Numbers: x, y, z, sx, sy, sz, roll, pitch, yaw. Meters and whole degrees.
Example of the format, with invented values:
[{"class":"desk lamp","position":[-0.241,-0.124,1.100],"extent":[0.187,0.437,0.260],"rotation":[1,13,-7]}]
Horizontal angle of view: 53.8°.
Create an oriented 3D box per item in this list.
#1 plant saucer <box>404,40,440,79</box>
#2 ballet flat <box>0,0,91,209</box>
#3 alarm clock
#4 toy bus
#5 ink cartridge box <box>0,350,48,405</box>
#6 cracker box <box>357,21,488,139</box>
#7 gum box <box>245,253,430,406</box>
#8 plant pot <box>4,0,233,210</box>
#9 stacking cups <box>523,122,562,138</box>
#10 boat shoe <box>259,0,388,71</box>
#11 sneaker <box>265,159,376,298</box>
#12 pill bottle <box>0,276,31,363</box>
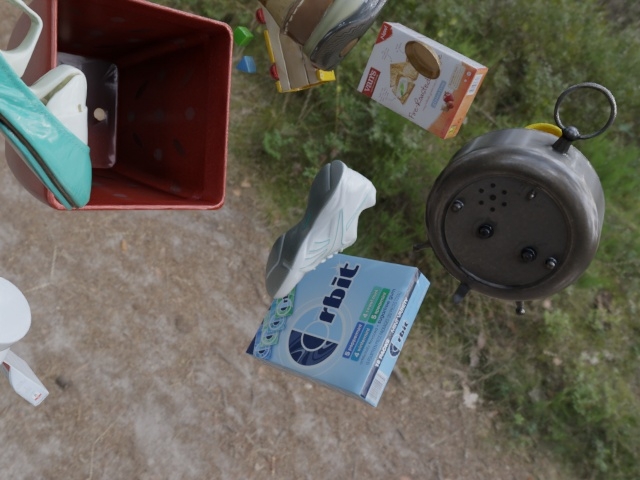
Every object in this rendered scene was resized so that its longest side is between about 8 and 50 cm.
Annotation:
[{"class":"plant saucer","position":[0.184,-0.322,1.112],"extent":[0.083,0.015,0.083],"rotation":[43,-11,10]},{"class":"ballet flat","position":[-0.228,-0.121,0.471],"extent":[0.083,0.087,0.247],"rotation":[38,-14,39]},{"class":"alarm clock","position":[0.153,-0.031,0.473],"extent":[0.129,0.192,0.064],"rotation":[32,34,10]},{"class":"toy bus","position":[-0.042,-0.368,1.139],"extent":[0.191,0.202,0.104],"rotation":[37,25,10]},{"class":"ink cartridge box","position":[-0.656,0.254,1.295],"extent":[0.145,0.045,0.179],"rotation":[26,-21,42]},{"class":"cracker box","position":[0.206,-0.335,1.312],"extent":[0.232,0.156,0.067],"rotation":[35,31,23]},{"class":"gum box","position":[0.017,0.094,0.750],"extent":[0.041,0.184,0.157],"rotation":[45,64,-43]},{"class":"plant pot","position":[-0.307,-0.185,0.895],"extent":[0.235,0.267,0.267],"rotation":[9,8,41]},{"class":"stacking cups","position":[0.424,-0.095,1.213],"extent":[0.096,0.096,0.316],"rotation":[63,4,32]},{"class":"boat shoe","position":[0.030,-0.295,0.592],"extent":[0.120,0.122,0.324],"rotation":[33,48,-11]},{"class":"sneaker","position":[0.000,0.000,0.601],"extent":[0.061,0.152,0.054],"rotation":[22,23,-34]},{"class":"pill bottle","position":[-0.448,0.124,0.746],"extent":[0.117,0.208,0.117],"rotation":[49,22,-28]}]
